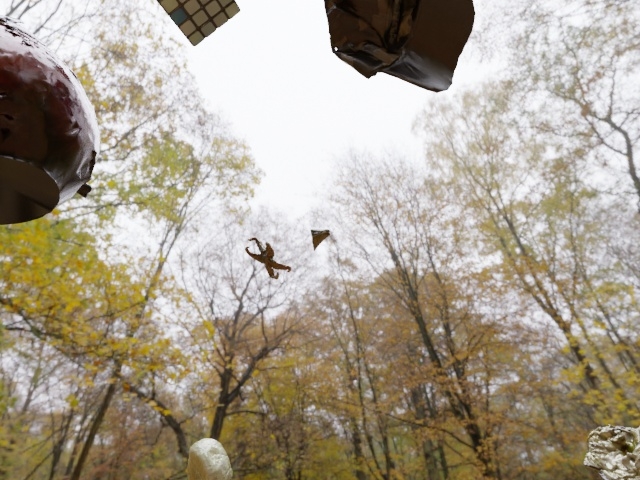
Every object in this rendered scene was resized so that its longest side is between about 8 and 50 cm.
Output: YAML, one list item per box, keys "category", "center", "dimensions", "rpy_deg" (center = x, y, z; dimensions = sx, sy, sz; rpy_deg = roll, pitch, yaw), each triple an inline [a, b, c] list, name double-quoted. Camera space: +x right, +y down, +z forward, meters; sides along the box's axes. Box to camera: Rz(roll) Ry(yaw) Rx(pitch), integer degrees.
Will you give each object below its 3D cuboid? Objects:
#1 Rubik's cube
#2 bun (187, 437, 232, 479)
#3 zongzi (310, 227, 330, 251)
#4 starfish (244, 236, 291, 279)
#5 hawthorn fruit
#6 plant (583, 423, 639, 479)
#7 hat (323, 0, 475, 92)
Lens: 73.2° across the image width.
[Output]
- category: "Rubik's cube"
  center: [-0.310, -0.593, 1.015]
  dimensions: [0.155, 0.151, 0.154]
  rpy_deg: [-37, -20, 4]
- category: "bun"
  center: [-0.204, 0.433, 0.816]
  dimensions: [0.069, 0.115, 0.115]
  rpy_deg: [-7, -30, -42]
- category: "zongzi"
  center: [0.000, 0.000, 1.472]
  dimensions: [0.040, 0.083, 0.076]
  rpy_deg: [-6, 8, -43]
- category: "starfish"
  center: [-0.189, 0.064, 1.596]
  dimensions: [0.209, 0.053, 0.150]
  rpy_deg: [24, -49, 29]
- category: "hawthorn fruit"
  center: [-0.484, -0.170, 0.630]
  dimensions: [0.316, 0.316, 0.316]
  rpy_deg: [-5, -38, -4]
- category: "plant"
  center: [0.414, 0.307, 0.562]
  dimensions: [0.104, 0.116, 0.122]
  rpy_deg: [-29, -70, 19]
- category: "hat"
  center: [0.206, -0.565, 1.133]
  dimensions: [0.381, 0.257, 0.366]
  rpy_deg: [12, -78, -50]
